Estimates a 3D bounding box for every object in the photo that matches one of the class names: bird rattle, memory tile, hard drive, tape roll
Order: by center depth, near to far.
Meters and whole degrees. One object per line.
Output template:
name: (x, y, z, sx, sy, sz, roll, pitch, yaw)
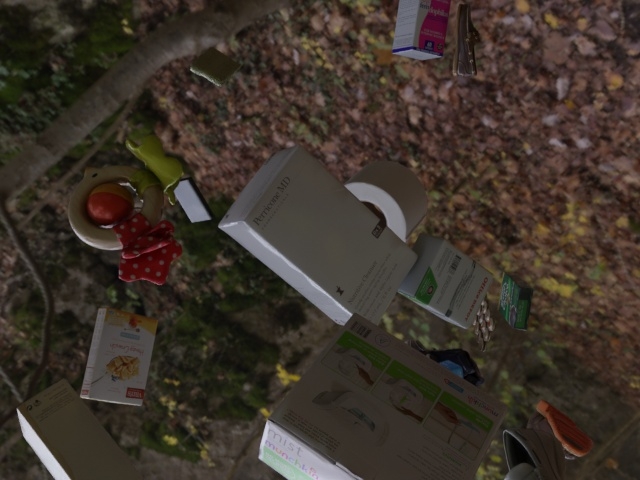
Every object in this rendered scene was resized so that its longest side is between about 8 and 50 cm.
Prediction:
bird rattle: (-0.334, -0.047, 1.176, 0.207, 0.253, 0.143, 3, 161, 6)
memory tile: (0.451, 0.225, 1.869, 0.012, 0.113, 0.148, 9, -147, -5)
tape roll: (0.166, -0.089, 1.939, 0.246, 0.246, 0.169, 46, -139, -1)
hard drive: (-0.372, -0.118, 1.943, 0.094, 0.022, 0.135, -6, 120, 42)

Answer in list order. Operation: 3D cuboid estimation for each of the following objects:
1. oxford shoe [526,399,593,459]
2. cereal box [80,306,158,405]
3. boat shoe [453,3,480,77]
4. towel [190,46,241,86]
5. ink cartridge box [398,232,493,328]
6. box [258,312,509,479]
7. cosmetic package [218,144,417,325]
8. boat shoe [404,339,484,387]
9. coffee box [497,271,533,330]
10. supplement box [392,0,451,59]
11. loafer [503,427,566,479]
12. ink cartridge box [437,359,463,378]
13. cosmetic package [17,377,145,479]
oxford shoe: (0.605, 0.521, 1.745, 0.130, 0.132, 0.364, 37, -176, 12)
cereal box: (-0.537, 0.314, 1.807, 0.047, 0.240, 0.173, -7, 160, 38)
boat shoe: (0.426, -0.576, 1.940, 0.073, 0.073, 0.206, 9, 121, 24)
towel: (-0.294, -0.489, 1.894, 0.110, 0.027, 0.148, 29, -140, -3)
ink cartridge box: (0.289, 0.097, 1.568, 0.208, 0.153, 0.087, 32, 173, -35)
box: (0.088, 0.268, 0.939, 0.262, 0.231, 0.126, 30, 138, 15)
cosmetic package: (0.000, 0.000, 1.461, 0.385, 0.217, 0.156, 40, 161, -24)
boat shoe: (0.352, 0.353, 1.926, 0.127, 0.158, 0.340, 43, -171, -24)
coffee box: (0.506, 0.155, 1.755, 0.041, 0.113, 0.184, 6, -169, 2)
supplement box: (0.295, -0.646, 1.943, 0.111, 0.219, 0.114, 4, -173, -27)
loafer: (0.374, 0.442, 1.170, 0.112, 0.112, 0.319, 18, -160, 3)
ink cartridge box: (0.237, 0.350, 1.531, 0.060, 0.180, 0.104, -158, 57, -66)
cosmetic package: (-0.482, 0.454, 1.379, 0.309, 0.113, 0.160, 44, 143, 19)
